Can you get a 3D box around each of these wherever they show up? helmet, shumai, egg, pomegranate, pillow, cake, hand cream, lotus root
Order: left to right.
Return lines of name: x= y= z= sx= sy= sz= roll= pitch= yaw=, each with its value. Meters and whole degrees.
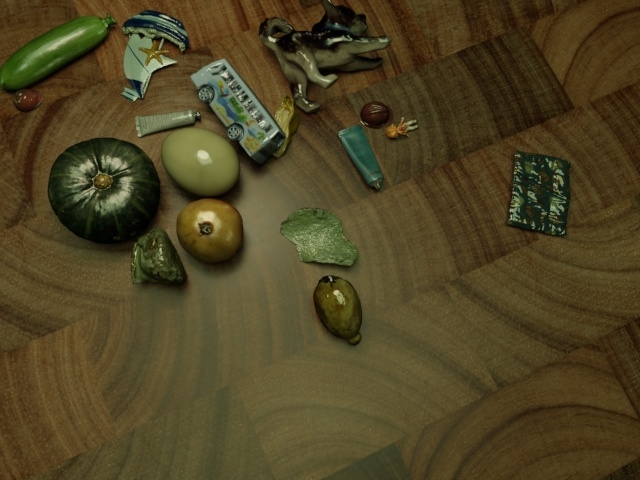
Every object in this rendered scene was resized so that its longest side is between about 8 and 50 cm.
helmet: x=-0.882 y=-0.428 z=1.715 sx=0.084 sy=0.049 sz=0.065 roll=-36 pitch=80 yaw=-11
shumai: x=-0.462 y=0.059 z=1.561 sx=0.142 sy=0.184 sz=0.184 roll=-24 pitch=79 yaw=-3
hand cream: x=-0.462 y=-0.362 z=1.736 sx=0.195 sy=0.042 sz=0.067 roll=-11 pitch=85 yaw=-1
egg: x=-0.343 y=-0.225 z=1.634 sx=0.242 sy=0.186 sz=0.185 roll=27 pitch=76 yaw=14
pomegranate: x=-0.307 y=-0.027 z=1.588 sx=0.192 sy=0.191 sz=0.191 roll=1 pitch=76 yaw=-4
cake: x=-0.111 y=-0.344 z=1.719 sx=0.080 sy=0.116 sz=0.184 roll=31 pitch=72 yaw=6
lotus root: x=0.056 y=0.195 z=1.586 sx=0.139 sy=0.138 sz=0.213 roll=-25 pitch=88 yaw=-10
hand cream: x=0.131 y=-0.253 z=1.751 sx=0.083 sy=0.048 sz=0.224 roll=-21 pitch=72 yaw=-9
helmet: x=0.177 y=-0.401 z=1.778 sx=0.111 sy=0.057 sz=0.089 roll=-2 pitch=74 yaw=-4
pillow: x=0.676 y=-0.149 z=1.762 sx=0.189 sy=0.034 sz=0.255 roll=10 pitch=76 yaw=-1

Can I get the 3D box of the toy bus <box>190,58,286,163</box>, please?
toy bus: x=-0.245 y=-0.389 z=1.696 sx=0.136 sy=0.109 sz=0.329 roll=-39 pitch=77 yaw=9

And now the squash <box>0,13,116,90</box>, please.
squash: x=-0.799 y=-0.578 z=1.729 sx=0.395 sy=0.107 sz=0.107 roll=-35 pitch=81 yaw=-11

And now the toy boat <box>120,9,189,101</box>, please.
toy boat: x=-0.539 y=-0.565 z=1.782 sx=0.221 sy=0.067 sz=0.290 roll=18 pitch=87 yaw=1

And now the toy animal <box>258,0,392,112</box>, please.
toy animal: x=0.006 y=-0.613 z=1.751 sx=0.344 sy=0.194 sz=0.302 roll=-38 pitch=87 yaw=-17

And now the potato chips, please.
potato chips: x=0.002 y=-0.001 z=1.670 sx=0.167 sy=0.059 sz=0.228 roll=-38 pitch=87 yaw=-5

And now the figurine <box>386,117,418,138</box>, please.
figurine: x=0.256 y=-0.349 z=1.779 sx=0.109 sy=0.047 sz=0.064 roll=-21 pitch=102 yaw=-15

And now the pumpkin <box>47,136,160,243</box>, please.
pumpkin: x=-0.594 y=-0.134 z=1.587 sx=0.301 sy=0.207 sz=0.299 roll=5 pitch=74 yaw=-18
